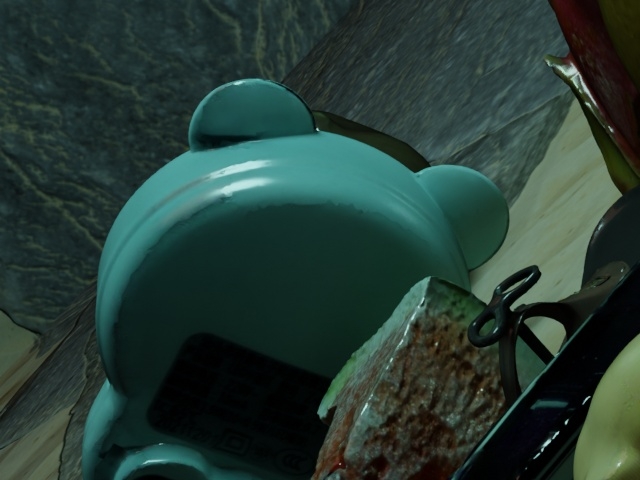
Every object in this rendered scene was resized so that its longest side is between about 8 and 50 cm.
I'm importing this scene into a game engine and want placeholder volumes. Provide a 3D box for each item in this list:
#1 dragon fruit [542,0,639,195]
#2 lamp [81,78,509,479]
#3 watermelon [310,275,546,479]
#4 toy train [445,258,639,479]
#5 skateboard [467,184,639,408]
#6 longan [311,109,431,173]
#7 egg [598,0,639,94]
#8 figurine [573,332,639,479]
[{"bbox_3d":[0.217,-0.181,1.011,0.305,0.226,0.305,-41,11,9],"label":"dragon fruit"},{"bbox_3d":[-0.032,0.061,1.115,0.147,0.209,0.284,-128,62,-76],"label":"lamp"},{"bbox_3d":[0.055,0.092,0.963,0.121,0.098,0.158,-57,2,22],"label":"watermelon"},{"bbox_3d":[0.142,0.055,0.886,0.252,0.048,0.055,-46,22,-20],"label":"toy train"},{"bbox_3d":[0.126,0.030,0.945,0.067,0.080,0.151,-18,31,55],"label":"skateboard"},{"bbox_3d":[0.000,0.000,1.290,0.189,0.189,0.189,-43,11,11],"label":"longan"},{"bbox_3d":[0.231,-0.150,0.708,0.250,0.250,0.322,-59,-6,-51],"label":"egg"},{"bbox_3d":[0.138,0.096,0.624,0.114,0.108,0.196,-44,16,27],"label":"figurine"}]
